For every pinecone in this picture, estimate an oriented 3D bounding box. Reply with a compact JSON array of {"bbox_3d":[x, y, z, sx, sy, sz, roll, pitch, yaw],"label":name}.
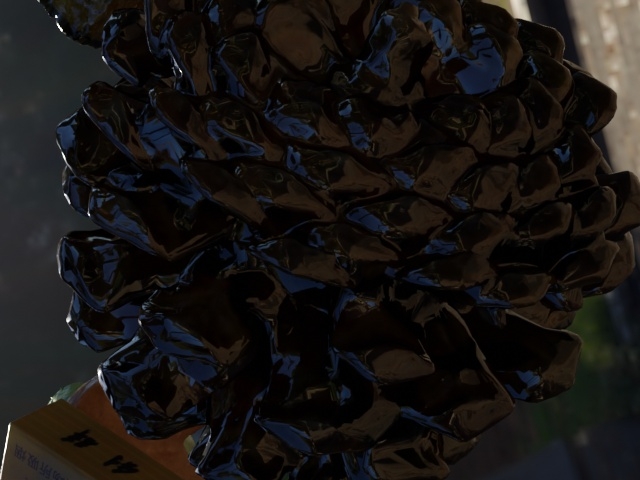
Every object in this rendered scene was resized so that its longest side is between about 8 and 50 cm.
[{"bbox_3d":[0.000,0.000,1.253,0.398,0.398,0.397,165,90,-85],"label":"pinecone"}]

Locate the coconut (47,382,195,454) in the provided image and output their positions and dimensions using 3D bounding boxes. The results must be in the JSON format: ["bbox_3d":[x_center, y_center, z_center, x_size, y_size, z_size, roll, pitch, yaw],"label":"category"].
[{"bbox_3d":[-0.227,0.266,1.929,0.205,0.236,0.235,6,-117,-54],"label":"coconut"}]

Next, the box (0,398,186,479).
[{"bbox_3d":[-0.197,0.269,1.513,0.152,0.070,0.237,29,119,26],"label":"box"}]

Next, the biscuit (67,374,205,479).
[{"bbox_3d":[-0.142,0.194,1.706,0.036,0.186,0.192,22,131,62],"label":"biscuit"}]

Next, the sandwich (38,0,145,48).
[{"bbox_3d":[-0.156,-0.242,1.553,0.249,0.095,0.273,49,-160,29],"label":"sandwich"}]
